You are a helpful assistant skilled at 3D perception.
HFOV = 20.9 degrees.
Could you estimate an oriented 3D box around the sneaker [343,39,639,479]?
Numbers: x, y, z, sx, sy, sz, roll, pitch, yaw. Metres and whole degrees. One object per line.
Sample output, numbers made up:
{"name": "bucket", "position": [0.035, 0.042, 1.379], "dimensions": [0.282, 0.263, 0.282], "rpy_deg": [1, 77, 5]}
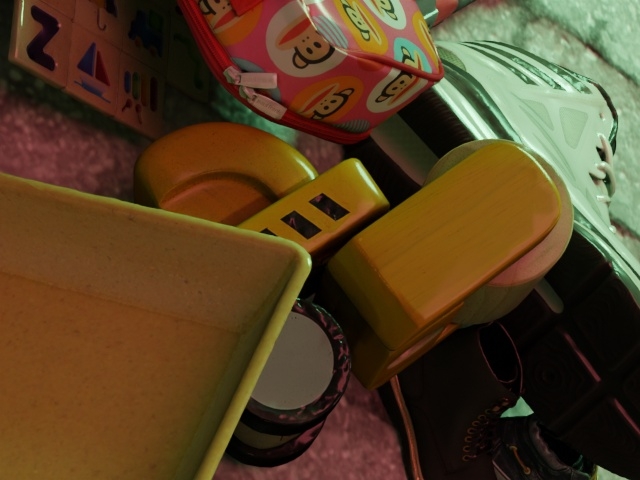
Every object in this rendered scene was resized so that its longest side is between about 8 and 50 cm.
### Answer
{"name": "sneaker", "position": [0.238, -0.014, 1.522], "dimensions": [0.257, 0.169, 0.447], "rpy_deg": [-25, 72, -44]}

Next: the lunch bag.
{"name": "lunch bag", "position": [-0.045, -0.224, 1.348], "dimensions": [0.258, 0.120, 0.293], "rpy_deg": [10, 48, -60]}

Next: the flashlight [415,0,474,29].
{"name": "flashlight", "position": [0.128, -0.270, 1.616], "dimensions": [0.103, 0.103, 0.304], "rpy_deg": [40, 47, 15]}

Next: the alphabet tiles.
{"name": "alphabet tiles", "position": [-0.170, -0.263, 1.367], "dimensions": [0.285, 0.011, 0.342], "rpy_deg": [28, 58, -52]}

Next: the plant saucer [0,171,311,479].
{"name": "plant saucer", "position": [-0.208, 0.116, 1.129], "dimensions": [0.081, 0.333, 0.332], "rpy_deg": [78, 31, -52]}

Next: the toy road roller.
{"name": "toy road roller", "position": [0.000, 0.000, 1.315], "dimensions": [0.330, 0.202, 0.240], "rpy_deg": [-32, 80, -14]}

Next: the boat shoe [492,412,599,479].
{"name": "boat shoe", "position": [0.223, 0.215, 1.537], "dimensions": [0.183, 0.083, 0.065], "rpy_deg": [38, 55, -24]}

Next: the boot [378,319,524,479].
{"name": "boot", "position": [0.133, 0.162, 1.448], "dimensions": [0.077, 0.137, 0.198], "rpy_deg": [-34, 98, -40]}
